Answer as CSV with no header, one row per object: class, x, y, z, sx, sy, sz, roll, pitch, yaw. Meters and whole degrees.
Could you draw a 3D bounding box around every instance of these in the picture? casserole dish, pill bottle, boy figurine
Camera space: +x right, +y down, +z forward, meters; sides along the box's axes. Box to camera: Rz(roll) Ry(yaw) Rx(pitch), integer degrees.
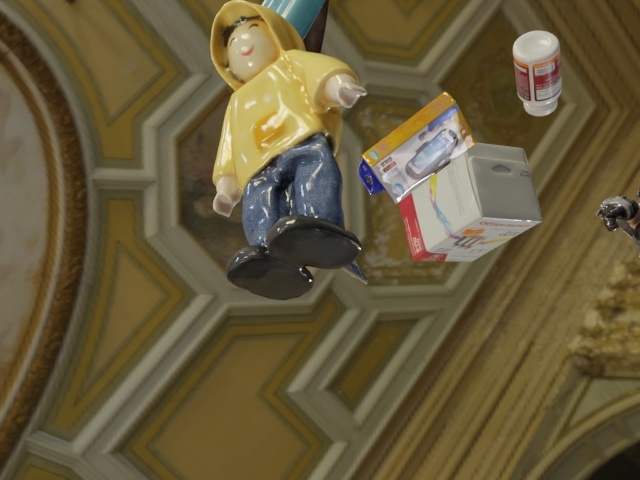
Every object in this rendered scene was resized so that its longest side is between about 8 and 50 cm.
casserole dish,-0.048,-0.281,1.189,0.037,0.114,0.188,43,-125,-26
pill bottle,0.409,-0.310,1.778,0.086,0.086,0.152,-53,-33,-26
boy figurine,-0.032,-0.098,0.808,0.092,0.177,0.285,22,-132,-40

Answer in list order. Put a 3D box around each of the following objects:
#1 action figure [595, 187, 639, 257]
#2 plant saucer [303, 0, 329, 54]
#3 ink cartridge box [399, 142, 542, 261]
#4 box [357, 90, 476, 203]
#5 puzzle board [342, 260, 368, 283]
action figure,0.478,-0.020,1.312,0.185,0.285,0.099,28,-106,18
plant saucer,-0.028,-0.375,1.506,0.050,0.310,0.311,9,-102,6
ink cartridge box,0.228,-0.056,1.462,0.128,0.176,0.127,2,-114,-31
box,0.108,-0.100,1.085,0.136,0.028,0.081,-39,-40,1
puzzle board,0.000,0.000,1.053,0.096,0.128,0.011,34,-78,-21
